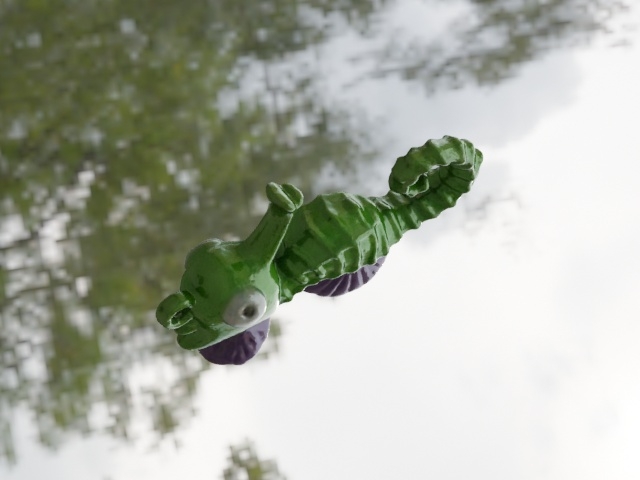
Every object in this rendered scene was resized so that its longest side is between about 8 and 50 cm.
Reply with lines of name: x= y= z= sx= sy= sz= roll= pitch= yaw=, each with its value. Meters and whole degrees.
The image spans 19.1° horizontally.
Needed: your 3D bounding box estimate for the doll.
doll: x=0.000 y=0.000 z=0.963 sx=0.050 sy=0.190 sz=0.115 roll=56 pitch=-21 yaw=21
